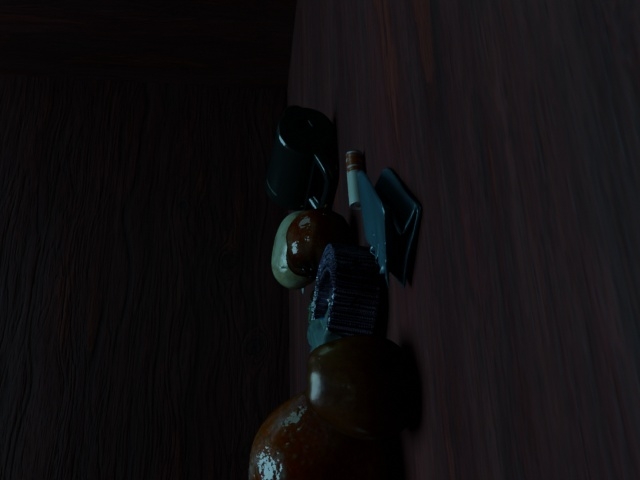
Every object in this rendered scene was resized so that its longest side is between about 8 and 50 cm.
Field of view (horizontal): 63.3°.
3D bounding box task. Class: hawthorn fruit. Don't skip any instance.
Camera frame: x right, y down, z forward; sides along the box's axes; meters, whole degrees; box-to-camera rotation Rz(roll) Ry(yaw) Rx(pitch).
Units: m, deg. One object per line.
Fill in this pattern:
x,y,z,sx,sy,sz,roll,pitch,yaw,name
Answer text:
0.000,0.000,1.246,0.169,0.169,0.188,103,-179,-58,hawthorn fruit
-0.011,0.368,0.863,0.235,0.263,0.231,40,101,32,hawthorn fruit

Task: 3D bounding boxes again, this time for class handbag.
0.104,-0.029,0.856,0.221,0.057,0.144,-106,14,-66,handbag

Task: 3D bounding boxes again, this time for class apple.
0.056,0.217,0.782,0.147,0.159,0.155,121,153,-72,apple

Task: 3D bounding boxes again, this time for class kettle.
-0.063,-0.227,1.627,0.308,0.203,0.262,112,160,-62,kettle

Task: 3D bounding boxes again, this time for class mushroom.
-0.055,0.029,1.562,0.255,0.184,0.254,-179,90,-86,mushroom

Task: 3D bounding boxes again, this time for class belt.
0.044,0.141,1.057,0.325,0.122,0.260,114,162,-66,belt

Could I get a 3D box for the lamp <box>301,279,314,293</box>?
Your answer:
-0.053,0.061,1.840,0.246,0.108,0.179,-97,15,-56,lamp

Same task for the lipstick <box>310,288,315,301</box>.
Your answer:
0.013,0.174,1.515,0.357,0.057,0.057,156,115,-82,lipstick

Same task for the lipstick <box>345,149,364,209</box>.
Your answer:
0.077,-0.132,1.122,0.038,0.039,0.130,106,163,-64,lipstick

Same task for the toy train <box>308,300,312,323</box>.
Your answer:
-0.018,0.239,1.827,0.148,0.038,0.070,104,162,-58,toy train
